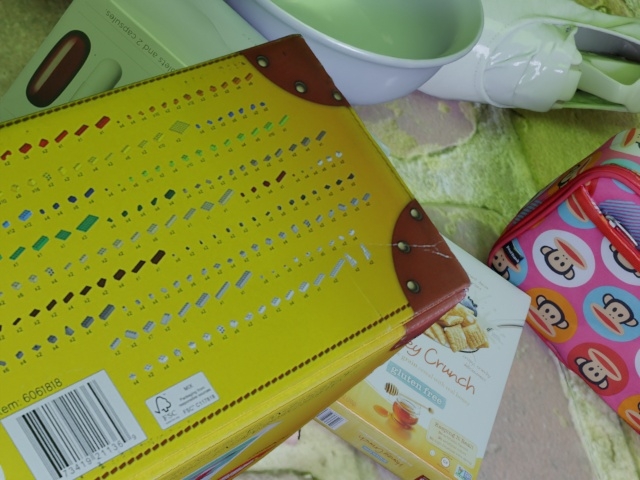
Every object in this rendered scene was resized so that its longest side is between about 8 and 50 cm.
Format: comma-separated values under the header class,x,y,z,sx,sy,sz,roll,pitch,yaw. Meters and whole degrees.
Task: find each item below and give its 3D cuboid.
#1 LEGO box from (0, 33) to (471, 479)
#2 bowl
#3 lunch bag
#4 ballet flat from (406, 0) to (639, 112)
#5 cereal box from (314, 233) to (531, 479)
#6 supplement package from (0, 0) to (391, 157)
class,x,y,z,sx,sy,sz,roll,pitch,yaw
LEGO box,-0.216,0.115,0.679,0.500,0.372,0.193,-25,77,-42
bowl,-0.001,-0.224,1.184,0.298,0.134,0.298,17,42,-16
lunch bag,0.333,0.042,1.171,0.293,0.258,0.120,45,47,-1
ballet flat,0.270,-0.196,1.353,0.400,0.139,0.139,-2,63,-38
cereal box,0.090,0.097,1.116,0.173,0.047,0.240,35,48,-11
supplement package,-0.096,-0.084,0.995,0.262,0.145,0.204,41,21,-5
